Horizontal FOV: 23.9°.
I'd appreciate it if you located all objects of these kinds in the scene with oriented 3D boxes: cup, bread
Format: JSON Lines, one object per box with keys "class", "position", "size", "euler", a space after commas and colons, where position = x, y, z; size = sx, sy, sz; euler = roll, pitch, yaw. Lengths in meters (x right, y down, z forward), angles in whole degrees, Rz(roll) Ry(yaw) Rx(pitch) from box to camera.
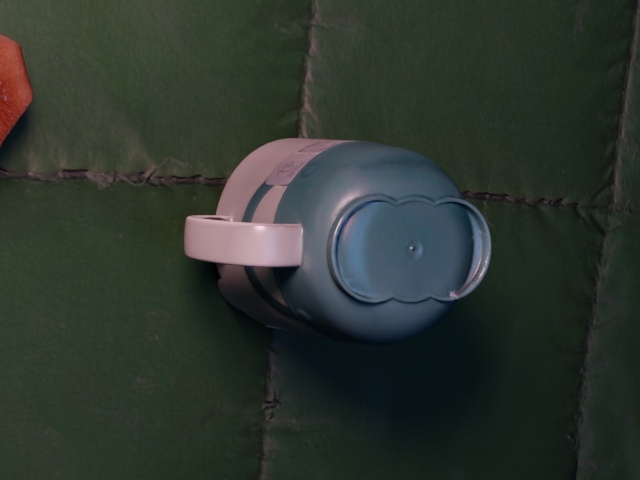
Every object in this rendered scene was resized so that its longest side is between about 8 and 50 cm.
{"class": "cup", "position": [0.000, 0.000, 1.613], "size": [0.289, 0.257, 0.219], "euler": [1, 93, -32]}
{"class": "bread", "position": [-0.345, -0.149, 1.473], "size": [0.119, 0.067, 0.192], "euler": [-22, 109, -38]}
